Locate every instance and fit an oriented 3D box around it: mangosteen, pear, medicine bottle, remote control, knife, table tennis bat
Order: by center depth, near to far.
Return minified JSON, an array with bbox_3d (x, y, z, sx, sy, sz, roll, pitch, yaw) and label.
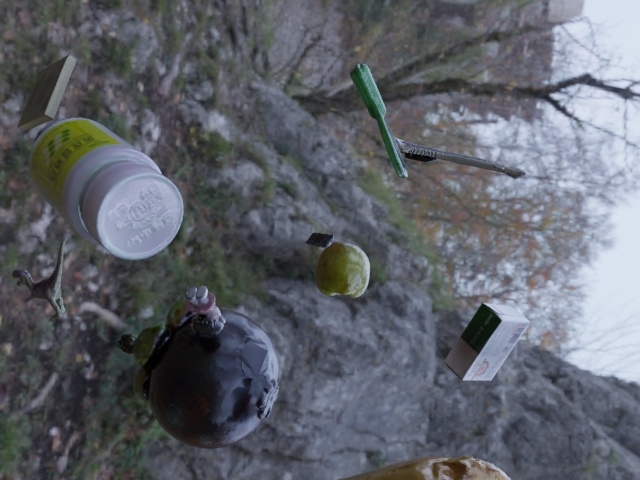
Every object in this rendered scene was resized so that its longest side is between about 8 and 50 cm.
[{"bbox_3d":[0.124,-0.239,1.537,0.160,0.039,0.257,-93,157,-59],"label":"table tennis bat"},{"bbox_3d":[-0.234,0.279,1.581,0.311,0.311,0.311,-173,-90,-79],"label":"mangosteen"},{"bbox_3d":[-0.455,-0.113,1.606,0.379,0.213,0.213,32,-62,45],"label":"medicine bottle"},{"bbox_3d":[0.000,0.000,1.857,0.039,0.014,0.096,-52,-151,-17],"label":"remote control"},{"bbox_3d":[0.341,-0.201,1.924,0.089,0.365,0.043,-65,168,-69],"label":"knife"},{"bbox_3d":[0.078,0.103,2.628,0.200,0.200,0.200,-173,-90,-79],"label":"pear"}]

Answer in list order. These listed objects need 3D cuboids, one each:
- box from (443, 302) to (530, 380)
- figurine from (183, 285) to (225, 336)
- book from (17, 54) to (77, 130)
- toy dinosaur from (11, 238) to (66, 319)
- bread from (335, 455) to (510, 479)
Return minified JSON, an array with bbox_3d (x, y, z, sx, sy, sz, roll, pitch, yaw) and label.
[{"bbox_3d":[0.423,0.259,1.940,0.081,0.135,0.199,43,-67,41],"label":"box"},{"bbox_3d":[-0.221,0.136,1.416,0.129,0.072,0.054,76,9,-53],"label":"figurine"},{"bbox_3d":[-0.655,-0.347,1.820,0.231,0.026,0.161,1,-110,54],"label":"book"},{"bbox_3d":[-0.793,0.128,2.232,0.251,0.072,0.200,-20,-83,39],"label":"toy dinosaur"},{"bbox_3d":[0.209,0.558,1.385,0.394,0.361,0.250,-27,-169,31],"label":"bread"}]
